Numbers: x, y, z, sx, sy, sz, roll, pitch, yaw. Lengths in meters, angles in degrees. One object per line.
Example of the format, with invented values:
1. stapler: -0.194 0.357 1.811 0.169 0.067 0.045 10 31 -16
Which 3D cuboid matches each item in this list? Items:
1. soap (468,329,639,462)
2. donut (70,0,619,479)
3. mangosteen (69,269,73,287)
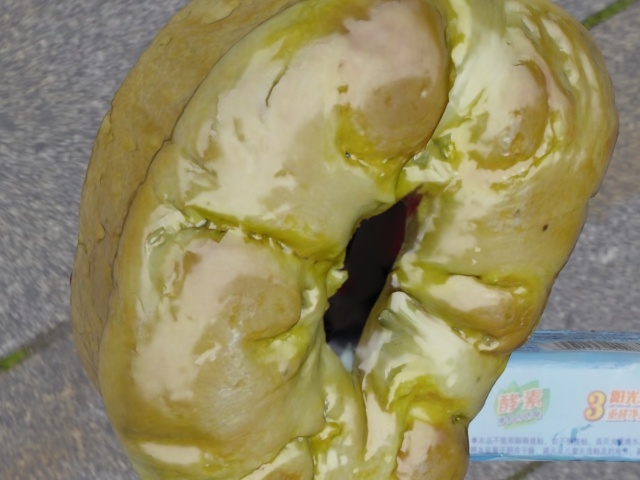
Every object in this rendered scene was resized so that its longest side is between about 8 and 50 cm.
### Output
1. soap: 0.151 0.109 0.960 0.293 0.156 0.077 0 94 0
2. donut: 0.000 0.000 0.555 0.209 0.128 0.261 10 110 -39
3. mangosteen: -0.195 0.063 1.370 0.153 0.152 0.152 -2 95 -18
